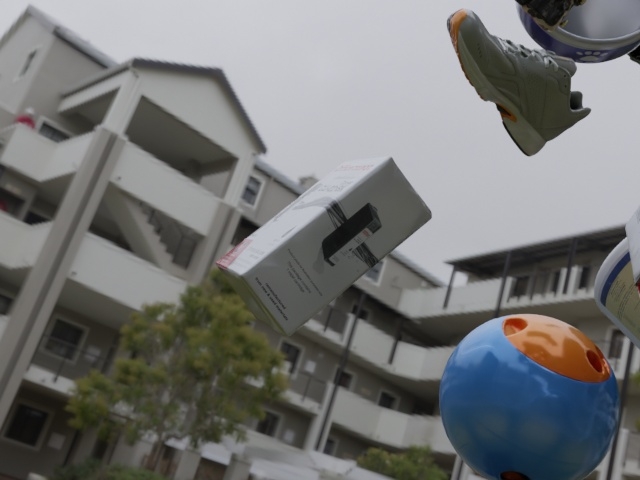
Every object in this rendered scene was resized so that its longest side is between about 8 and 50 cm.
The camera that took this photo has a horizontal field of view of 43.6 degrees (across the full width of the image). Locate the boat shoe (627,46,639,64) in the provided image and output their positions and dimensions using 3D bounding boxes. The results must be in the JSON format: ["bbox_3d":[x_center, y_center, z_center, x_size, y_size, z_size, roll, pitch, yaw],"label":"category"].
[{"bbox_3d":[0.746,-0.438,1.845,0.219,0.070,0.078,19,-54,-23],"label":"boat shoe"}]

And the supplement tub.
[{"bbox_3d":[0.672,0.136,1.426,0.228,0.228,0.316,39,12,-46],"label":"supplement tub"}]

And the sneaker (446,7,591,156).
[{"bbox_3d":[0.267,-0.229,1.065,0.121,0.099,0.262,-30,-46,24],"label":"sneaker"}]

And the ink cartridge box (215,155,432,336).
[{"bbox_3d":[0.000,0.000,1.170,0.114,0.273,0.197,55,-13,-13],"label":"ink cartridge box"}]

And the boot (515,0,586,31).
[{"bbox_3d":[0.397,-0.402,1.077,0.138,0.377,0.284,24,-60,-39],"label":"boot"}]

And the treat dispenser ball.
[{"bbox_3d":[0.339,0.264,1.311,0.288,0.288,0.288,16,-20,6],"label":"treat dispenser ball"}]

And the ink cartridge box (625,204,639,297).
[{"bbox_3d":[0.627,0.053,1.170,0.309,0.272,0.130,25,-59,3],"label":"ink cartridge box"}]

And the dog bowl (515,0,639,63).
[{"bbox_3d":[0.473,-0.446,1.379,0.264,0.265,0.104,15,-6,9],"label":"dog bowl"}]
